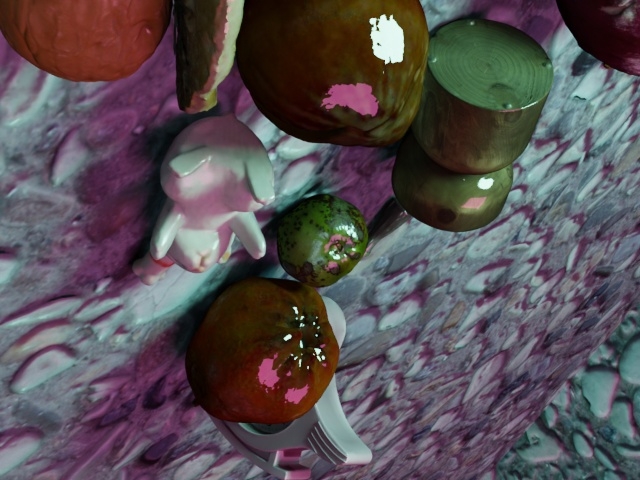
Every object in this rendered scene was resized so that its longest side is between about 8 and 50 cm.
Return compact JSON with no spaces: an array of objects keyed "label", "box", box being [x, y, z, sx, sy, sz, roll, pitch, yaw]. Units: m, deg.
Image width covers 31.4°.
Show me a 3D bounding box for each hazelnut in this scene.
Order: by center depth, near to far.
[{"label":"hazelnut","box":[0.024,-0.201,1.260,0.217,0.217,0.251,-44,154,7]}]

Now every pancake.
[{"label":"pancake","box":[-0.104,-0.245,0.987,0.049,0.282,0.282,0,142,-12]}]

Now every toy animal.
[{"label":"toy animal","box":[-0.143,-0.017,1.391,0.140,0.138,0.282,7,130,-17]}]

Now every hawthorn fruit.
[{"label":"hawthorn fruit","box":[-0.104,0.176,1.706,0.261,0.224,0.224,-32,164,34]}]

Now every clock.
[{"label":"clock","box":[-0.027,0.246,1.823,0.275,0.290,0.080,-55,151,13]}]

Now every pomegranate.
[{"label":"pomegranate","box":[0.009,0.006,1.667,0.138,0.125,0.163,-53,156,-4]}]

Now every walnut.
[{"label":"walnut","box":[-0.201,-0.225,0.957,0.165,0.165,0.197,-30,161,-23]}]

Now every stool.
[{"label":"stool","box":[0.210,-0.160,1.619,0.179,0.179,0.264,-28,152,-26]}]

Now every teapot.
[{"label":"teapot","box":[0.099,-0.020,1.859,0.111,0.043,0.043,-45,155,18]}]

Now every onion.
[{"label":"onion","box":[0.450,-0.347,1.529,0.260,0.282,0.337,-44,155,0]}]

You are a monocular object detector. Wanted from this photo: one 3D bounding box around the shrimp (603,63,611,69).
[{"label":"shrimp","box":[0.523,-0.330,1.973,0.083,0.023,0.114,-38,159,-1]}]
